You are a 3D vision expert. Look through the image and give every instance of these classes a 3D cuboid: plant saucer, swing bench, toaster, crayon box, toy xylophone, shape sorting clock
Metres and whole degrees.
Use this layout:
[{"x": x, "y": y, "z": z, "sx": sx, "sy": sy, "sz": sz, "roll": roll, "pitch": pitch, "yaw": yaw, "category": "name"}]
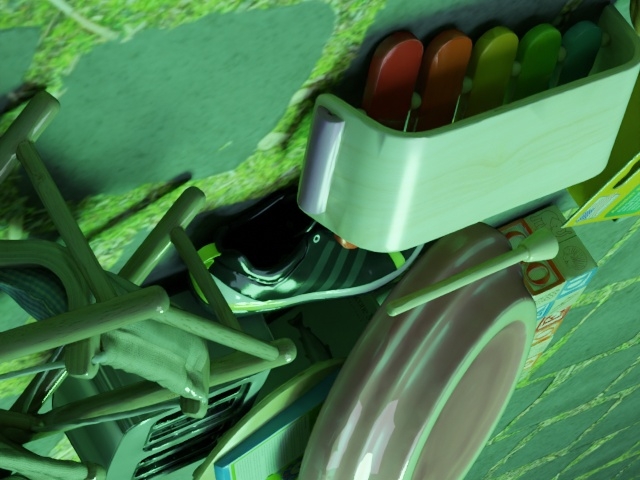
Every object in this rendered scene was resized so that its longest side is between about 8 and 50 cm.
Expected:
[{"x": 0.103, "y": 0.145, "z": 1.498, "sx": 0.332, "sy": 0.084, "sz": 0.332, "roll": -49, "pitch": 157, "yaw": -29, "category": "plant saucer"}, {"x": -0.192, "y": 0.066, "z": 1.090, "sx": 0.255, "sy": 0.165, "sz": 0.253, "roll": -35, "pitch": 160, "yaw": 9, "category": "swing bench"}, {"x": -0.138, "y": 0.120, "z": 1.371, "sx": 0.186, "sy": 0.110, "sz": 0.168, "roll": -21, "pitch": 156, "yaw": -27, "category": "toaster"}, {"x": 0.365, "y": -0.117, "z": 1.582, "sx": 0.323, "sy": 0.083, "sz": 0.203, "roll": -9, "pitch": 150, "yaw": -48, "category": "crayon box"}, {"x": 0.125, "y": -0.066, "z": 1.297, "sx": 0.323, "sy": 0.081, "sz": 0.236, "roll": -14, "pitch": 137, "yaw": -37, "category": "toy xylophone"}, {"x": -0.040, "y": 0.179, "z": 1.452, "sx": 0.206, "sy": 0.040, "sz": 0.206, "roll": -32, "pitch": 155, "yaw": -17, "category": "shape sorting clock"}]

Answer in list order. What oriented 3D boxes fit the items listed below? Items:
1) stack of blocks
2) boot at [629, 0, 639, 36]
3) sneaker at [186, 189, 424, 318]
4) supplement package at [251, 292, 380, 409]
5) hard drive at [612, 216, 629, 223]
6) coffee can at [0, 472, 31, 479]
[{"x": 0.171, "y": 0.094, "z": 1.784, "sx": 0.171, "sy": 0.087, "sz": 0.297, "roll": -24, "pitch": 158, "yaw": -21, "category": "stack of blocks"}, {"x": 0.342, "y": -0.258, "z": 1.206, "sx": 0.264, "sy": 0.096, "sz": 0.280, "roll": -35, "pitch": 160, "yaw": 7, "category": "boot"}, {"x": 0.000, "y": 0.000, "z": 1.329, "sx": 0.235, "sy": 0.084, "sz": 0.097, "roll": -21, "pitch": 155, "yaw": -29, "category": "sneaker"}, {"x": -0.006, "y": 0.128, "z": 1.584, "sx": 0.179, "sy": 0.105, "sz": 0.105, "roll": -33, "pitch": 158, "yaw": 1, "category": "supplement package"}, {"x": 0.391, "y": -0.072, "z": 1.809, "sx": 0.135, "sy": 0.022, "sz": 0.094, "roll": -23, "pitch": 158, "yaw": -24, "category": "hard drive"}, {"x": -0.353, "y": 0.336, "z": 1.435, "sx": 0.275, "sy": 0.201, "sz": 0.201, "roll": -15, "pitch": 154, "yaw": -39, "category": "coffee can"}]
